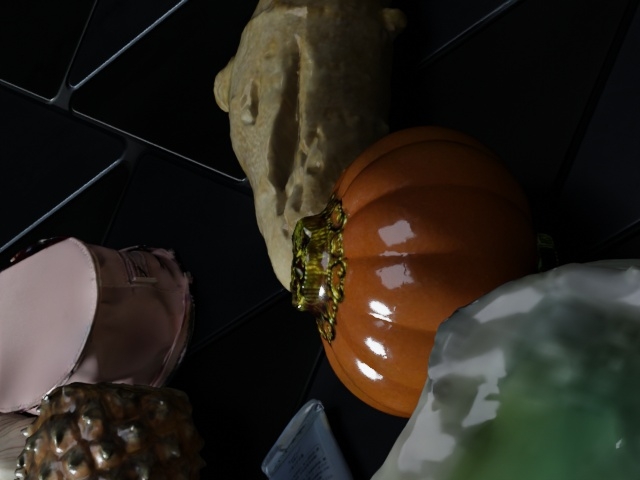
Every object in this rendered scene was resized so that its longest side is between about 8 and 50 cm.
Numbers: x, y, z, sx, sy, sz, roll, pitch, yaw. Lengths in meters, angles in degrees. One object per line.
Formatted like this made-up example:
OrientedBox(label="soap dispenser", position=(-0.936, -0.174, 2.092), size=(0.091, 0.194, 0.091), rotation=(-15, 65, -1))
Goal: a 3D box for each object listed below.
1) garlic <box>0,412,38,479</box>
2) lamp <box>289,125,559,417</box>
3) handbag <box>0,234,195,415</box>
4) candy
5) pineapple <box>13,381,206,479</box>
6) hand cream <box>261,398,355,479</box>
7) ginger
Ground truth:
OrientedBox(label="garlic", position=(-0.336, 0.248, 1.650), size=(0.199, 0.226, 0.199), rotation=(-16, 63, 35))
OrientedBox(label="lamp", position=(0.077, 0.024, 1.336), size=(0.223, 0.197, 0.223), rotation=(-176, 90, -81))
OrientedBox(label="handbag", position=(-0.229, 0.084, 1.683), size=(0.205, 0.116, 0.179), rotation=(-24, 58, 38))
OrientedBox(label="candy", position=(0.220, 0.193, 1.110), size=(0.427, 0.186, 0.386), rotation=(7, 60, 37))
OrientedBox(label="pineapple", position=(-0.194, 0.304, 1.543), size=(0.175, 0.175, 0.361), rotation=(-1, 83, 45))
OrientedBox(label="hand cream", position=(0.017, 0.240, 1.421), size=(0.088, 0.055, 0.256), rotation=(-57, 41, 24))
OrientedBox(label="ginger", position=(-0.003, -0.097, 1.516), size=(0.190, 0.126, 0.354), rotation=(-16, 59, 18))
